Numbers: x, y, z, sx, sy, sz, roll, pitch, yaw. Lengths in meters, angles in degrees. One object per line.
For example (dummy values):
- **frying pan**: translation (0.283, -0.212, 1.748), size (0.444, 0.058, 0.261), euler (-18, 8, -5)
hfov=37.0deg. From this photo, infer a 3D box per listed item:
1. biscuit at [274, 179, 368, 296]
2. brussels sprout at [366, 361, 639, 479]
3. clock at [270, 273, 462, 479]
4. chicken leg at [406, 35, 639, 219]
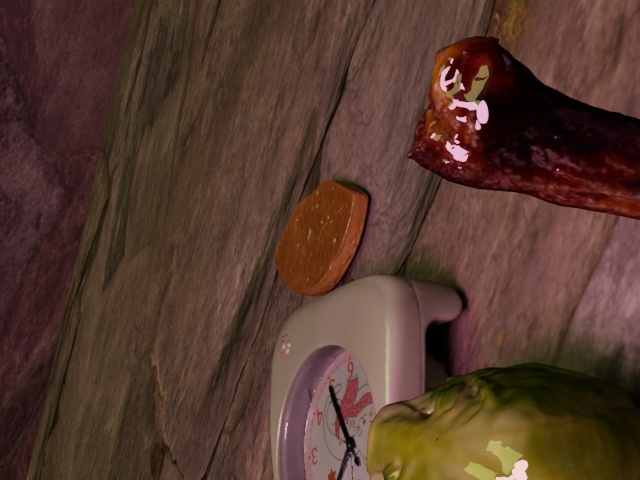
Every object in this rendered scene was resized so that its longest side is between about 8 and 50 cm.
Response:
- **biscuit**: translation (0.000, 0.000, 1.233), size (0.221, 0.029, 0.141), euler (-41, 45, 50)
- **brussels sprout**: translation (0.145, 0.175, 0.716), size (0.223, 0.223, 0.161), euler (-21, 79, 59)
- **clock**: translation (0.046, 0.211, 0.996), size (0.265, 0.109, 0.324), euler (-28, 58, 55)
- **chicken leg**: translation (0.220, 0.036, 0.347), size (0.158, 0.407, 0.096), euler (-51, -8, -9)
